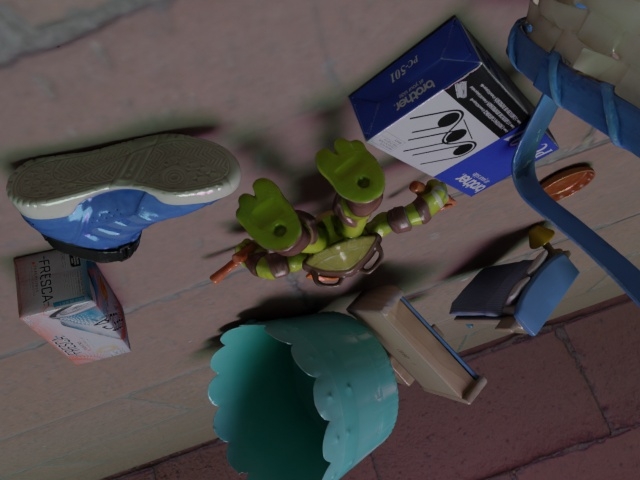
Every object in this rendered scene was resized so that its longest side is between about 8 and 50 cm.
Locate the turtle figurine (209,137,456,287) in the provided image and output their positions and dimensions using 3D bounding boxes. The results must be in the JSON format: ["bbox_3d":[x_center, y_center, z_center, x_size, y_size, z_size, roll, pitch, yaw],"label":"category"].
[{"bbox_3d":[0.000,0.000,0.502,0.270,0.087,0.217,-15,164,7],"label":"turtle figurine"}]

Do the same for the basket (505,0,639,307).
[{"bbox_3d":[0.232,-0.072,0.306,0.201,0.254,0.288,-12,138,-23],"label":"basket"}]

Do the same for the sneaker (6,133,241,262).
[{"bbox_3d":[-0.133,-0.026,0.404,0.152,0.058,0.084,-11,151,-10],"label":"sneaker"}]

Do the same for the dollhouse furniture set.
[{"bbox_3d":[0.214,0.079,0.940,0.303,0.198,0.286,-45,-171,-18],"label":"dollhouse furniture set"}]

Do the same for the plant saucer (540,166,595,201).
[{"bbox_3d":[0.319,-0.073,0.729,0.084,0.013,0.083,-17,158,-7],"label":"plant saucer"}]

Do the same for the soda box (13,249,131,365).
[{"bbox_3d":[-0.240,0.072,0.552,0.063,0.058,0.183,-14,158,-14],"label":"soda box"}]

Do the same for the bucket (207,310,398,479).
[{"bbox_3d":[-0.027,0.246,0.864,0.183,0.281,0.281,-9,157,-45],"label":"bucket"}]

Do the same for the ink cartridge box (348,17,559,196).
[{"bbox_3d":[0.123,-0.097,0.468,0.097,0.046,0.207,-31,155,29],"label":"ink cartridge box"}]
